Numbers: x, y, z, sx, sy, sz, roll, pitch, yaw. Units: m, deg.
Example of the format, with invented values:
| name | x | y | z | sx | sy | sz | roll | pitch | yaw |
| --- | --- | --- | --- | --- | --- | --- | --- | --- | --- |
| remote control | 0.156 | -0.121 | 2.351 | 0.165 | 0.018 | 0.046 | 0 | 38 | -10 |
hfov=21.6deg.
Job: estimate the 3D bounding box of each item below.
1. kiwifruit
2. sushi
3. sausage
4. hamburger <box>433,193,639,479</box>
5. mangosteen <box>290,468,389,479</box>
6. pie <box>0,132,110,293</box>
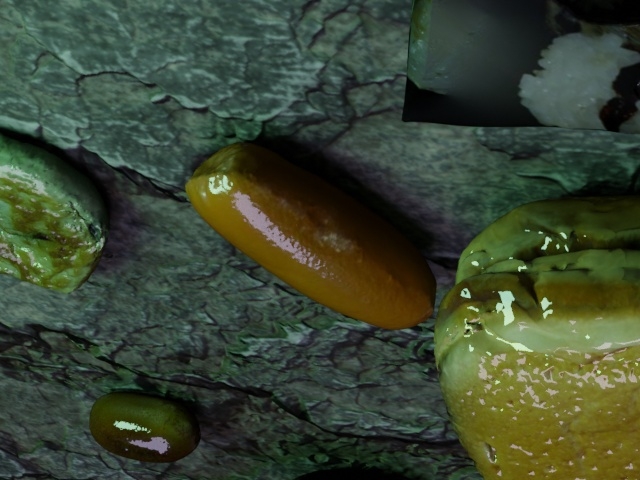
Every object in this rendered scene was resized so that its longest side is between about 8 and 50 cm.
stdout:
| name | x | y | z | sx | sy | sz | roll | pitch | yaw |
| --- | --- | --- | --- | --- | --- | --- | --- | --- | --- |
| kiwifruit | -0.190 | 0.200 | 1.797 | 0.124 | 0.075 | 0.075 | 13 | 150 | 13 |
| sushi | 0.183 | -0.143 | 1.050 | 0.273 | 0.109 | 0.134 | 5 | 147 | -9 |
| sausage | 0.000 | 0.000 | 1.363 | 0.238 | 0.098 | 0.098 | 35 | 145 | -25 |
| hamburger | 0.246 | 0.099 | 1.292 | 0.304 | 0.174 | 0.284 | 1 | 129 | 26 |
| mangosteen | 0.017 | 0.350 | 1.836 | 0.228 | 0.228 | 0.265 | 21 | -171 | -9 |
| pie | -0.298 | -0.025 | 1.497 | 0.240 | 0.054 | 0.240 | 10 | 149 | 6 |
